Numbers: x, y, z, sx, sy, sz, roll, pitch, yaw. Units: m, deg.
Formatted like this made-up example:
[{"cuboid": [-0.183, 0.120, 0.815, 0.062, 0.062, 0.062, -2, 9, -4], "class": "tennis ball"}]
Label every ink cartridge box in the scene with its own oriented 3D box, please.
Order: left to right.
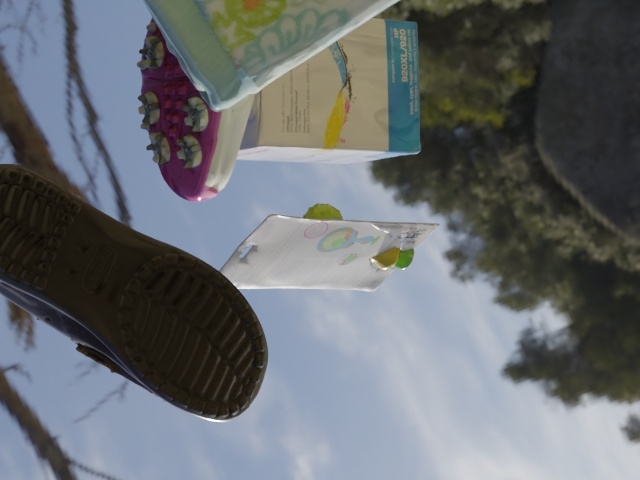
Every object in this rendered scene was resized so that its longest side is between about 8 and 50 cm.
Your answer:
[{"cuboid": [-0.020, -0.185, 1.681, 0.232, 0.171, 0.168, 0, -91, -33], "class": "ink cartridge box"}]

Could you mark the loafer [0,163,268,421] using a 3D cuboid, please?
[{"cuboid": [-0.205, 0.048, 1.331, 0.366, 0.130, 0.134, 40, -110, -23], "class": "loafer"}]

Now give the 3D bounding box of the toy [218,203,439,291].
[{"cuboid": [0.000, 0.000, 1.495, 0.237, 0.137, 0.056, 6, -129, -37], "class": "toy"}]

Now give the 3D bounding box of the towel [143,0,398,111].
[{"cuboid": [-0.033, -0.316, 0.876, 0.374, 0.320, 0.090, 58, 178, -23], "class": "towel"}]

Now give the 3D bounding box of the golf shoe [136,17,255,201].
[{"cuboid": [-0.060, -0.180, 1.048, 0.140, 0.115, 0.306, -6, -70, -39], "class": "golf shoe"}]
